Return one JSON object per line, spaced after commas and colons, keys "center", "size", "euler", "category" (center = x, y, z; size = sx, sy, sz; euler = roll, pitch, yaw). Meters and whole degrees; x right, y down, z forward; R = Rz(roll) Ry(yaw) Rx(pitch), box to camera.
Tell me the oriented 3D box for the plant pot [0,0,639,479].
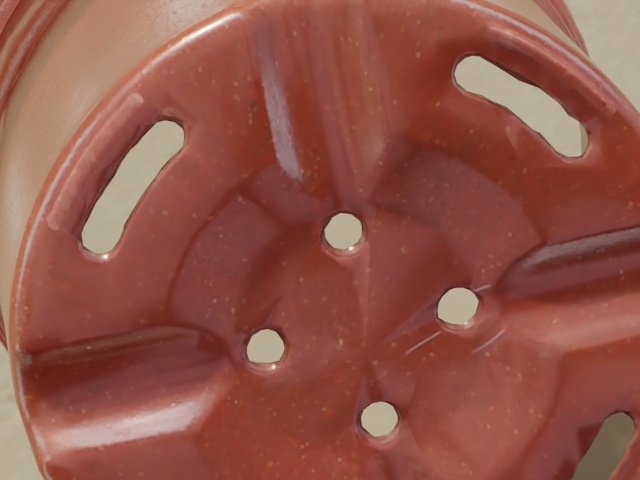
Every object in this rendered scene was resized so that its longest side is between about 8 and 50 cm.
{"center": [0.000, 0.000, 0.678], "size": [0.272, 0.265, 0.272], "euler": [-1, 102, -7], "category": "plant pot"}
